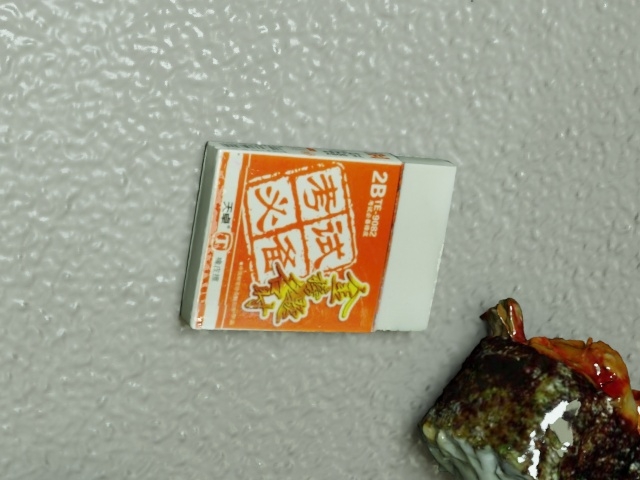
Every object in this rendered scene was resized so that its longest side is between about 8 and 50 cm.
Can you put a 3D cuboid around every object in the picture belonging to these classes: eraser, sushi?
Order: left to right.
[{"bbox_3d":[0.000,0.000,1.635,0.230,0.038,0.157,3,105,-26],"label":"eraser"},{"bbox_3d":[0.225,0.201,1.742,0.182,0.196,0.343,-54,128,-23],"label":"sushi"}]
